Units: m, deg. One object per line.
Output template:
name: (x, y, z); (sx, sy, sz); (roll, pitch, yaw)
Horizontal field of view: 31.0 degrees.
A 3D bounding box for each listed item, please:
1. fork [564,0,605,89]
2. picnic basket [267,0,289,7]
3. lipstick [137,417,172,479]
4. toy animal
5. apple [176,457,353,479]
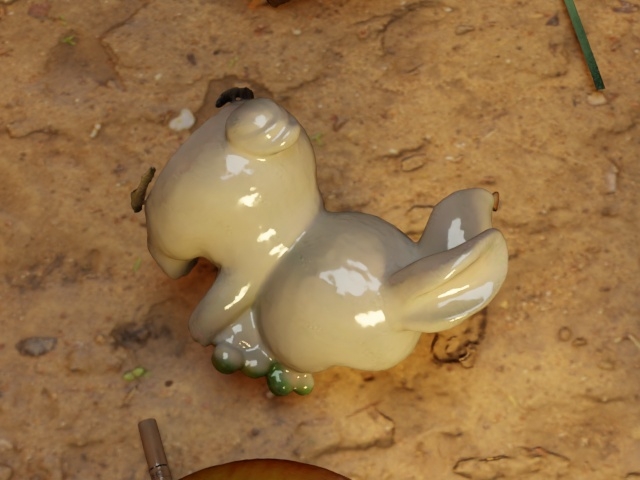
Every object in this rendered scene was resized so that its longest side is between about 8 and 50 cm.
fork: (0.282, -0.259, 1.306); (0.039, 0.021, 0.235); (-10, 62, -1)
picnic basket: (0.003, -0.463, 1.240); (0.337, 0.337, 0.293); (-23, 62, -12)
lipstick: (-0.146, 0.206, 1.042); (0.019, 0.019, 0.094); (-16, 62, -9)
toy animal: (-0.002, 0.004, 1.050); (0.310, 0.247, 0.183); (39, 27, 11)
apple: (-0.051, 0.302, 0.865); (0.286, 0.233, 0.286); (0, 62, 0)
